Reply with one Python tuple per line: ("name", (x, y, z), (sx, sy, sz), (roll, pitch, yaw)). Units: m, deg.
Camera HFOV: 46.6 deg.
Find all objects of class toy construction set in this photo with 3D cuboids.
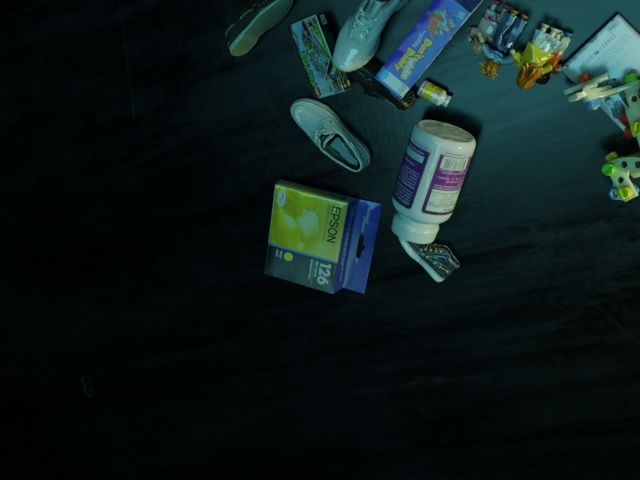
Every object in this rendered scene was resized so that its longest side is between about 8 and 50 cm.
("toy construction set", (0.723, -0.262, 1.748), (0.215, 0.151, 0.327), (-21, 100, 51))

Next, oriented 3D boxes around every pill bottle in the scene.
("pill bottle", (0.285, -0.150, 1.954), (0.169, 0.169, 0.301), (20, 117, 9))
("pill bottle", (0.295, -0.378, 1.920), (0.083, 0.043, 0.043), (29, 119, 4))

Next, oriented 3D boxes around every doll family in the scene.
("doll family", (0.464, -0.457, 1.777), (0.263, 0.118, 0.163), (29, 115, 11))

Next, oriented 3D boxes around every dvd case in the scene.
("dvd case", (0.724, -0.395, 1.776), (0.239, 0.029, 0.179), (43, 119, -3))

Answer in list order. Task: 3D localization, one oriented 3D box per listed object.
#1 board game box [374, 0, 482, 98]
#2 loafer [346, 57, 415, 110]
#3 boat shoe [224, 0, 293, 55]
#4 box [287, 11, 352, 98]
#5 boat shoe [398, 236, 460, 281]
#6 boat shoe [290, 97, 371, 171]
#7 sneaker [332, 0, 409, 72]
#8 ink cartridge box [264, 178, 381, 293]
("board game box", (0.261, -0.477, 1.716), (0.078, 0.347, 0.233), (40, 120, -2))
("loafer", (0.154, -0.410, 1.945), (0.220, 0.080, 0.078), (42, 143, 8))
("boat shoe", (-0.169, -0.587, 1.965), (0.228, 0.081, 0.068), (-37, 69, 26))
("box", (-0.002, -0.484, 1.954), (0.114, 0.036, 0.207), (-6, 113, 47))
("boat shoe", (0.307, 0.029, 2.089), (0.183, 0.065, 0.083), (44, 116, -10))
("boat shoe", (0.020, -0.284, 2.029), (0.267, 0.088, 0.096), (44, 119, -4))
("sneaker", (0.119, -0.551, 1.830), (0.111, 0.129, 0.297), (35, 107, 6))
("ink cartridge box", (0.000, 0.000, 2.175), (0.307, 0.072, 0.303), (16, 116, 14))
